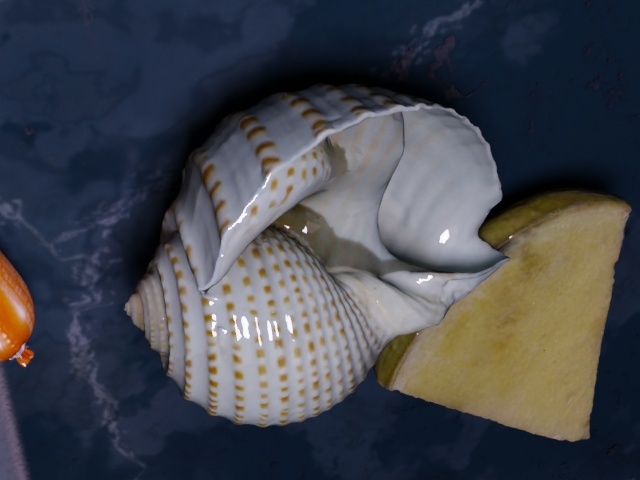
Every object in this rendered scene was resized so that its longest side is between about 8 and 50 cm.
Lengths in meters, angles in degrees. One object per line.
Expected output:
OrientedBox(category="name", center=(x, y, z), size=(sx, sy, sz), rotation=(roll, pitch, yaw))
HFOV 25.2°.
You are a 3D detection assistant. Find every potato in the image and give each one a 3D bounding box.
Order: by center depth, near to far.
OrientedBox(category="potato", center=(0.205, 0.047, 1.389), size=(0.269, 0.112, 0.255), rotation=(18, 112, -33))

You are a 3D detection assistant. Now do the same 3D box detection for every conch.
OrientedBox(category="conch", center=(-0.014, -0.006, 1.210), size=(0.319, 0.215, 0.303), rotation=(-25, 134, -35))

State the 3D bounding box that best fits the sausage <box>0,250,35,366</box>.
OrientedBox(category="sausage", center=(-0.327, 0.001, 1.167), size=(0.093, 0.093, 0.312), rotation=(-31, 129, 2))
